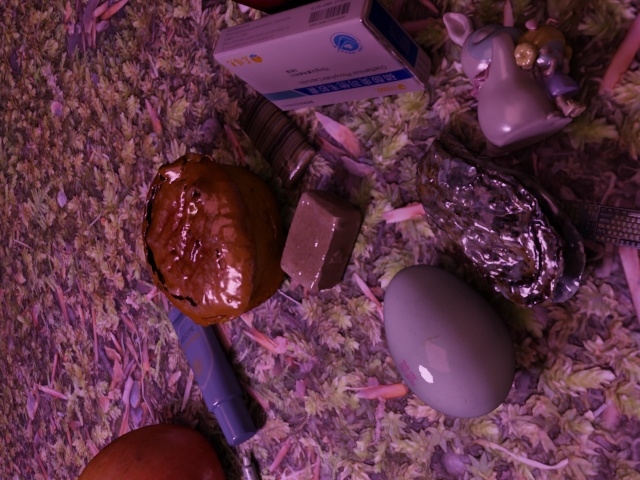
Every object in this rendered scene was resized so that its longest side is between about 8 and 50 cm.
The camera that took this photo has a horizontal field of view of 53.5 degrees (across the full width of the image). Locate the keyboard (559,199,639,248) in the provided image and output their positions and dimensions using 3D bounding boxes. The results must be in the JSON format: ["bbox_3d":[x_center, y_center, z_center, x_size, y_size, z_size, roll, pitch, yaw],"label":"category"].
[{"bbox_3d":[0.425,-0.020,0.904,0.176,0.014,0.055,14,101,39],"label":"keyboard"}]

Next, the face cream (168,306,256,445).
[{"bbox_3d":[-0.263,0.298,1.506,0.135,0.086,0.385,-49,60,34],"label":"face cream"}]

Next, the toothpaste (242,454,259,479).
[{"bbox_3d":[-0.149,0.596,1.480,0.048,0.029,0.197,-16,88,42],"label":"toothpaste"}]

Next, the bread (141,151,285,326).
[{"bbox_3d":[-0.228,-0.005,1.356,0.337,0.204,0.358,-17,88,39],"label":"bread"}]

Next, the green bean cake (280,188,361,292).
[{"bbox_3d":[0.000,0.000,1.231,0.109,0.085,0.179,33,115,35],"label":"green bean cake"}]

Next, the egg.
[{"bbox_3d":[0.198,0.155,1.013,0.183,0.183,0.264,-48,58,34],"label":"egg"}]

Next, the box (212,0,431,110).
[{"bbox_3d":[-0.002,-0.320,1.115,0.344,0.200,0.065,2,70,41],"label":"box"}]

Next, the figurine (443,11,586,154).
[{"bbox_3d":[0.276,-0.262,0.931,0.155,0.127,0.235,-36,68,58],"label":"figurine"}]

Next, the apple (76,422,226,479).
[{"bbox_3d":[-0.416,0.630,1.520,0.364,0.364,0.363,7,100,41],"label":"apple"}]

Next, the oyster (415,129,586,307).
[{"bbox_3d":[0.257,-0.053,0.967,0.162,0.158,0.351,-47,54,22],"label":"oyster"}]

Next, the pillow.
[{"bbox_3d":[-0.091,-0.210,1.314,0.203,0.038,0.113,51,125,25],"label":"pillow"}]

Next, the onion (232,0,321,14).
[{"bbox_3d":[-0.064,-0.506,1.104,0.348,0.347,0.385,11,137,40],"label":"onion"}]
